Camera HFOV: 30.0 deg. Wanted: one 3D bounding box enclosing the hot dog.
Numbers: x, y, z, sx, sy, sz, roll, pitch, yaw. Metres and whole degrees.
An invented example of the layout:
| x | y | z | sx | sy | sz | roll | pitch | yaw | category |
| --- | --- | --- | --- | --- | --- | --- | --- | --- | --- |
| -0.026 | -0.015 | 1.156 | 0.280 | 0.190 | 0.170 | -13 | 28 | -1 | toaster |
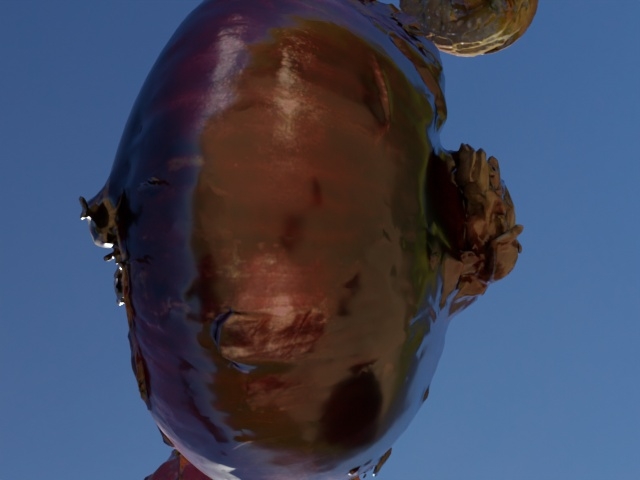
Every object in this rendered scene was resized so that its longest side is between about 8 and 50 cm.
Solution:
| x | y | z | sx | sy | sz | roll | pitch | yaw | category |
| --- | --- | --- | --- | --- | --- | --- | --- | --- | --- |
| 0.166 | -0.326 | 1.410 | 0.122 | 0.272 | 0.196 | 0 | -56 | -10 | hot dog |

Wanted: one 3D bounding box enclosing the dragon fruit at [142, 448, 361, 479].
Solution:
| x | y | z | sx | sy | sz | roll | pitch | yaw | category |
| --- | --- | --- | --- | --- | --- | --- | --- | --- | --- |
| -0.042 | 0.260 | 1.091 | 0.282 | 0.147 | 0.211 | 10 | -103 | -21 | dragon fruit |

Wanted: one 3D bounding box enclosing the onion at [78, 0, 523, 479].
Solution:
| x | y | z | sx | sy | sz | roll | pitch | yaw | category |
| --- | --- | --- | --- | --- | --- | --- | --- | --- | --- |
| 0.000 | 0.000 | 0.707 | 0.314 | 0.232 | 0.314 | 5 | -90 | -84 | onion |
